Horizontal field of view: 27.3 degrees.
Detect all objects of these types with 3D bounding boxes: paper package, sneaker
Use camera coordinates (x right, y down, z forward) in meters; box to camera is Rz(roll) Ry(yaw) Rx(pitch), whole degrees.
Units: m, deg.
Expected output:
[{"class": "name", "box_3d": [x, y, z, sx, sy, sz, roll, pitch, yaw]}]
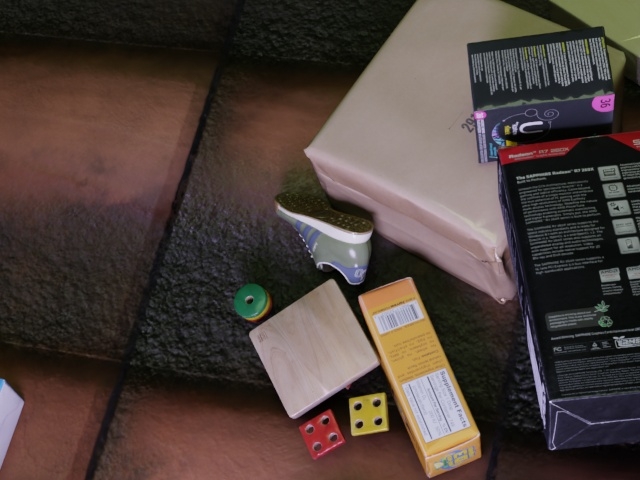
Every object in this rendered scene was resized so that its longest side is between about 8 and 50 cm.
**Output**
[{"class": "paper package", "box_3d": [0.194, -0.136, 1.717, 0.309, 0.168, 0.325, 29, 72, 24]}, {"class": "sneaker", "box_3d": [0.000, 0.000, 1.739, 0.064, 0.086, 0.192, -14, 25, -33]}]

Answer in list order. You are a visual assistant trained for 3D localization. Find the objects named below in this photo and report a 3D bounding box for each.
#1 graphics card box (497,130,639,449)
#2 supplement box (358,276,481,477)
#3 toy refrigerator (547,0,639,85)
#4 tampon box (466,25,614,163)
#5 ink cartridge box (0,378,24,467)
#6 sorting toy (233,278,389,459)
[{"class": "graphics card box", "box_3d": [0.327, 0.040, 1.411, 0.232, 0.094, 0.371, -6, 45, 2]}, {"class": "supplement box", "box_3d": [0.121, 0.166, 1.620, 0.080, 0.078, 0.233, -19, 61, -2]}, {"class": "toy refrigerator", "box_3d": [0.444, -0.273, 1.783, 0.269, 0.094, 0.102, 39, 82, 27]}, {"class": "tampon box", "box_3d": [0.259, -0.169, 1.555, 0.160, 0.120, 0.102, -6, 61, 8]}, {"class": "ink cartridge box", "box_3d": [-0.520, 0.236, 1.714, 0.231, 0.078, 0.134, 8, 64, 16]}, {"class": "sorting toy", "box_3d": [0.001, 0.147, 1.660, 0.132, 0.046, 0.275, -34, 59, 8]}]
